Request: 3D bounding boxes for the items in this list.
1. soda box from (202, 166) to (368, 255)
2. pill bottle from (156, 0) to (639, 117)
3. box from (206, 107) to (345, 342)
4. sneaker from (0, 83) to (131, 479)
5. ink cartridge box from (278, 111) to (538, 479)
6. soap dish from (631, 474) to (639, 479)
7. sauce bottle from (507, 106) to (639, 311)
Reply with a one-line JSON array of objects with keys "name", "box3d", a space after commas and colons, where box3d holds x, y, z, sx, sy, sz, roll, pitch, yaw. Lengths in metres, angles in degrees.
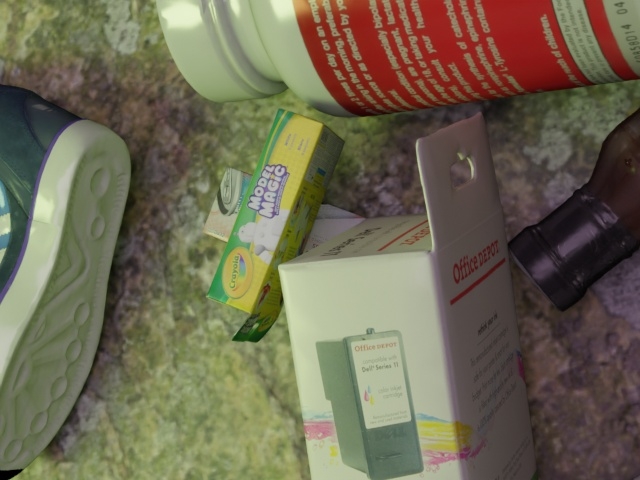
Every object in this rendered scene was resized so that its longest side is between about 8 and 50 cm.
[{"name": "soda box", "box3d": [0.000, 0.000, 1.390, 0.183, 0.058, 0.063, 21, 89, 17]}, {"name": "pill bottle", "box3d": [0.090, -0.217, 1.291, 0.407, 0.229, 0.229, -6, 81, 25]}, {"name": "box", "box3d": [-0.037, -0.007, 1.314, 0.043, 0.105, 0.179, 19, 88, 11]}, {"name": "sneaker", "box3d": [-0.309, 0.021, 1.450, 0.236, 0.130, 0.323, 18, 92, 27]}, {"name": "ink cartridge box", "box3d": [0.069, 0.095, 1.232, 0.119, 0.207, 0.353, -5, 97, 20]}, {"name": "soap dish", "box3d": [0.278, 0.313, 1.187, 0.291, 0.229, 0.118, 36, 119, 18]}, {"name": "sauce bottle", "box3d": [0.297, -0.078, 1.291, 0.344, 0.111, 0.111, -39, 74, 10]}]
